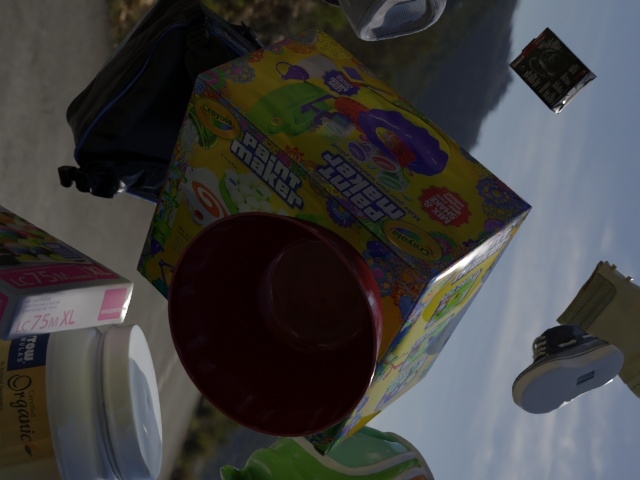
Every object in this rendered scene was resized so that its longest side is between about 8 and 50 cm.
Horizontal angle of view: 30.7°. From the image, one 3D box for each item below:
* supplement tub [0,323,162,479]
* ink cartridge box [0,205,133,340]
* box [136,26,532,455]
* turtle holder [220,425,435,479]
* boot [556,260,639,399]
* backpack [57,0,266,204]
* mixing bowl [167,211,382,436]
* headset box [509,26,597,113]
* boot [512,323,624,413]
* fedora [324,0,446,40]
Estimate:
[{"bbox_3d":[-0.366,0.218,1.421,0.228,0.316,0.228,-9,90,-89],"label":"supplement tub"},{"bbox_3d":[-0.384,0.011,1.300,0.186,0.311,0.065,-4,116,-61],"label":"ink cartridge box"},{"bbox_3d":[0.000,0.000,1.155,0.177,0.290,0.279,-31,156,-41],"label":"box"},{"bbox_3d":[0.017,0.356,1.528,0.243,0.227,0.320,63,-20,6],"label":"turtle holder"},{"bbox_3d":[0.486,0.089,1.669,0.262,0.203,0.095,-43,166,-15],"label":"boot"},{"bbox_3d":[-0.147,-0.151,1.423,0.276,0.263,0.213,-44,-147,22],"label":"backpack"},{"bbox_3d":[-0.021,0.055,0.935,0.098,0.181,0.181,-30,138,-62],"label":"mixing bowl"},{"bbox_3d":[0.261,-0.196,1.324,0.062,0.083,0.032,-45,155,16],"label":"headset box"},{"bbox_3d":[0.284,0.155,1.442,0.190,0.086,0.069,-9,120,-39],"label":"boot"},{"bbox_3d":[0.110,-0.387,1.750,0.275,0.244,0.124,124,-44,-67],"label":"fedora"}]
